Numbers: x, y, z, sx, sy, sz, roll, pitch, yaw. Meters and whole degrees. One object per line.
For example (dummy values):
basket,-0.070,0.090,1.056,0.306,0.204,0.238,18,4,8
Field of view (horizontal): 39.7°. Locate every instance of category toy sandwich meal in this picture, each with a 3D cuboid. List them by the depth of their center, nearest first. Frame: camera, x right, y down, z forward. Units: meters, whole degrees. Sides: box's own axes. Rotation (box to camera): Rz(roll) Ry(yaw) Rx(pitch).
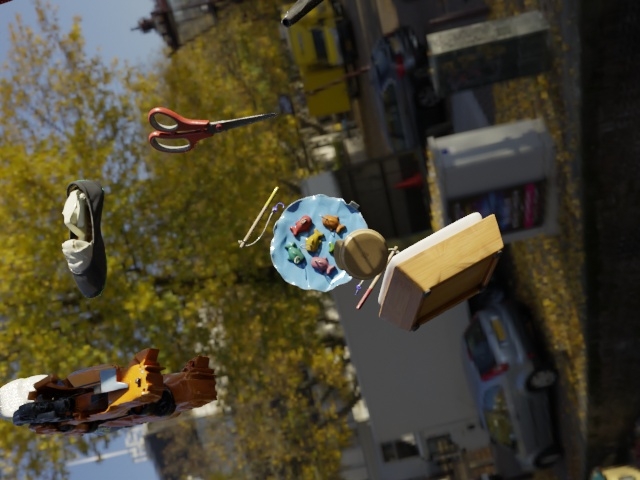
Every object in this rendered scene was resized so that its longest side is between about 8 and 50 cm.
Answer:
toy sandwich meal,0.060,0.021,1.330,0.029,0.085,0.085,-161,58,-76

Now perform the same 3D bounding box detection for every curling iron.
curling iron,0.018,-0.398,1.315,0.274,0.035,0.068,-51,-19,-30

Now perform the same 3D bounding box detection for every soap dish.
soap dish,0.283,0.079,2.069,0.118,0.291,0.229,53,155,26

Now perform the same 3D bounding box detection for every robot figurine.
robot figurine,-0.304,0.227,1.289,0.211,0.291,0.085,21,-122,-53

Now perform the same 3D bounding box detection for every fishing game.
fishing game,0.000,0.000,1.600,0.264,0.189,0.041,31,166,15

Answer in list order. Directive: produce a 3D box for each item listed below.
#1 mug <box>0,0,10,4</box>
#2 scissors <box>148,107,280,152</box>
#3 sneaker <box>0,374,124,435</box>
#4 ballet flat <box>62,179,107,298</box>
mug,-0.579,-0.448,1.492,0.150,0.169,0.113,44,-172,-25
scissors,-0.218,-0.224,1.820,0.021,0.297,0.109,-73,-19,-49
sneaker,-0.425,0.295,1.506,0.126,0.240,0.091,97,172,-50
ballet flat,-0.393,-0.007,1.455,0.074,0.074,0.203,76,-171,-72
